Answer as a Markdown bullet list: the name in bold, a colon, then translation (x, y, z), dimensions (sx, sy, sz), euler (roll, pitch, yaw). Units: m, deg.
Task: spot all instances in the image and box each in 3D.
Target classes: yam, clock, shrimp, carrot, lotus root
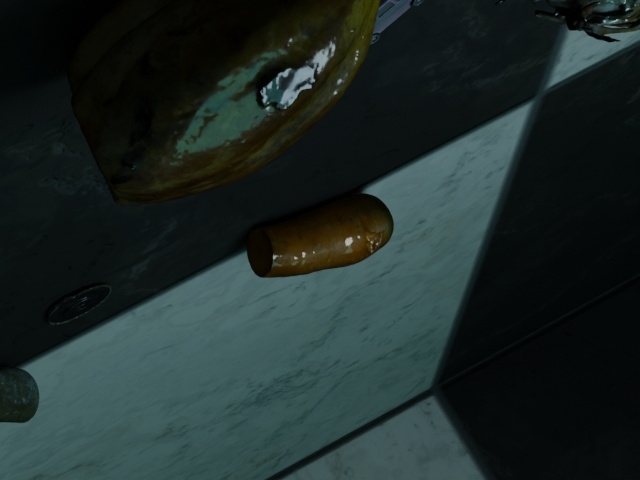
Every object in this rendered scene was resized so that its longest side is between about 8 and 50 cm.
- **yam**: translation (-0.392, 0.177, 2.110), dimensions (0.068, 0.068, 0.169), euler (-37, 161, 19)
- **clock**: translation (-0.274, 0.073, 2.112), dimensions (0.083, 0.010, 0.074), euler (-25, 162, -20)
- **shrimp**: translation (0.296, -0.296, 1.888), dimensions (0.372, 0.137, 0.172), euler (-18, 124, -58)
- **carrot**: translation (0.000, 0.000, 2.264), dimensions (0.193, 0.087, 0.087), euler (-20, 160, -30)
- **lotus root**: translation (-0.079, -0.154, 1.521), dimensions (0.291, 0.193, 0.193), euler (-32, 163, 1)

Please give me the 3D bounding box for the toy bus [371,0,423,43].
- **toy bus**: translation (0.058, -0.230, 1.785), dimensions (0.131, 0.037, 0.052), euler (-38, 160, 19)
